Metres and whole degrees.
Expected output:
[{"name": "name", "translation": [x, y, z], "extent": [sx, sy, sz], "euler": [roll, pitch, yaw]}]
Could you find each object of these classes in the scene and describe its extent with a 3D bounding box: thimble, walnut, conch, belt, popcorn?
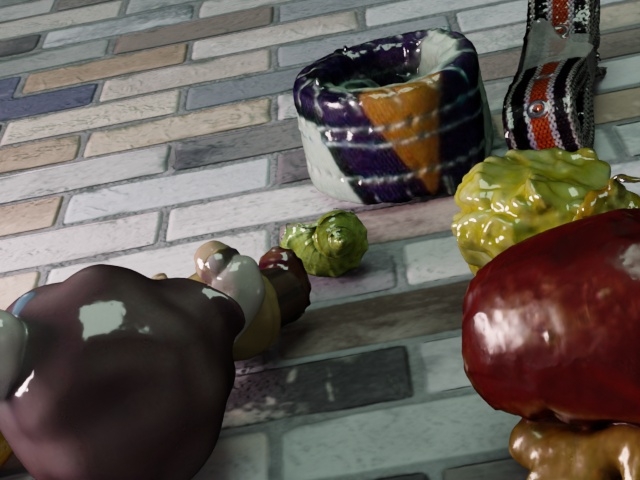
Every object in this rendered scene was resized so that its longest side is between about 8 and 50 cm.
[{"name": "thimble", "translation": [0.089, -0.149, 1.687], "extent": [0.237, 0.150, 0.237], "euler": [-10, 25, 5]}, {"name": "walnut", "translation": [0.248, 0.102, 1.095], "extent": [0.269, 0.222, 0.244], "euler": [-14, 58, 29]}, {"name": "conch", "translation": [0.000, 0.000, 1.513], "extent": [0.089, 0.074, 0.121], "euler": [20, -5, -17]}, {"name": "belt", "translation": [0.280, -0.198, 1.728], "extent": [0.094, 0.126, 0.359], "euler": [-5, 29, 17]}, {"name": "popcorn", "translation": [0.216, -0.012, 1.352], "extent": [0.168, 0.173, 0.195], "euler": [13, 17, -24]}]

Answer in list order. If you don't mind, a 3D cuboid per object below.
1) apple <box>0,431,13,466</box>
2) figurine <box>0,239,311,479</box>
[{"name": "apple", "translation": [-0.334, 0.151, 1.298], "extent": [0.146, 0.146, 0.146], "euler": [-10, 27, 5]}, {"name": "figurine", "translation": [-0.138, 0.075, 1.282], "extent": [0.218, 0.206, 0.365], "euler": [0, 29, 26]}]
